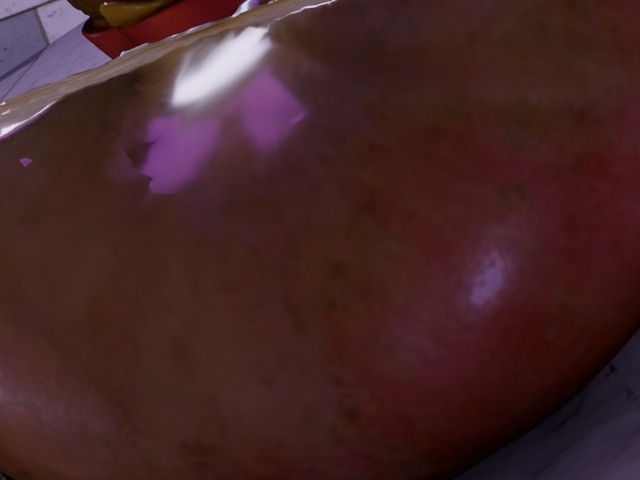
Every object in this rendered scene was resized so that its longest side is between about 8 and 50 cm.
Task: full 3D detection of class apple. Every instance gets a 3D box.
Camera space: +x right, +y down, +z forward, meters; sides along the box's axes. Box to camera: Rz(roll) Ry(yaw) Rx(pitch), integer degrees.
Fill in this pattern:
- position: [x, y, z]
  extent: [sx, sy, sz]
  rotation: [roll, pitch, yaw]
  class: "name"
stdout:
- position: [0.000, 0.000, 0.595]
  extent: [0.293, 0.163, 0.251]
  rotation: [-17, 7, 10]
  class: "apple"

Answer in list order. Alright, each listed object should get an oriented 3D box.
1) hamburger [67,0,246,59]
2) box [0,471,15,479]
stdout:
- position: [-0.049, -0.190, 1.226]
  extent: [0.274, 0.212, 0.274]
  rotation: [-28, 17, 10]
  class: "hamburger"
- position: [-0.242, 0.156, 0.868]
  extent: [0.235, 0.034, 0.132]
  rotation: [-30, 15, 13]
  class: "box"
